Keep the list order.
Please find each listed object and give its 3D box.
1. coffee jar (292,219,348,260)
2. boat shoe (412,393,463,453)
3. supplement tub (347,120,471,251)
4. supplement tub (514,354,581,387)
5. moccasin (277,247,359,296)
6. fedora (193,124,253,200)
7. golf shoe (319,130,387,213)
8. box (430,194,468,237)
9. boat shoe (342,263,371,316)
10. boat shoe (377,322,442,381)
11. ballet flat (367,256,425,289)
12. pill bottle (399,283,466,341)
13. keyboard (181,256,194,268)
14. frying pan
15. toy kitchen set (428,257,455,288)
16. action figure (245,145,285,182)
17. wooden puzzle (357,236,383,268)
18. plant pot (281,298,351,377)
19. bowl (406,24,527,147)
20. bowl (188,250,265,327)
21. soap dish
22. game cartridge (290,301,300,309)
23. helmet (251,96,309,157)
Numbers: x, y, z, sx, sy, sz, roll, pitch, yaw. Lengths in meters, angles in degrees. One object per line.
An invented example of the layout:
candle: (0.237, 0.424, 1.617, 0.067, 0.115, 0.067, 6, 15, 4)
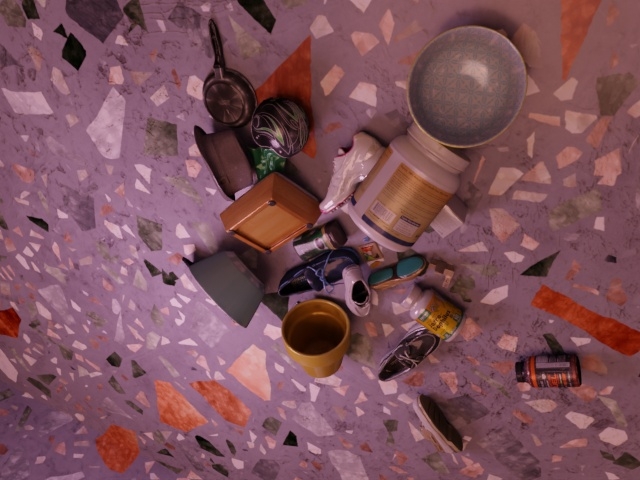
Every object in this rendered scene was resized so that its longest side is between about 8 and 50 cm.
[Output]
coffee jar: (0.000, 0.000, 1.895, 0.184, 0.079, 0.096, -21, 107, 34)
boat shoe: (0.438, 0.733, 2.160, 0.103, 0.113, 0.302, -28, 108, 29)
supplement tub: (0.247, -0.151, 1.547, 0.228, 0.228, 0.316, 36, 112, -1)
supplement tub: (0.753, 0.435, 1.828, 0.197, 0.106, 0.106, -10, 117, 29)
moccasin: (-0.008, 0.138, 1.965, 0.341, 0.117, 0.138, -29, 107, 34)
fedora: (-0.297, -0.264, 1.792, 0.124, 0.244, 0.276, -20, 121, 2)
golf shoe: (0.083, -0.209, 1.714, 0.140, 0.115, 0.306, 46, 120, 1)
box: (0.375, -0.085, 1.657, 0.102, 0.101, 0.087, 44, 127, -8)
boat shoe: (0.132, 0.197, 1.919, 0.095, 0.084, 0.258, -24, 134, 0)
boat shoe: (0.327, 0.418, 1.998, 0.121, 0.119, 0.335, 35, 129, -1)
ballet flat: (0.268, 0.114, 1.868, 0.232, 0.080, 0.073, -21, 139, 36)
pill bottle: (0.376, 0.239, 1.859, 0.208, 0.118, 0.118, 35, 128, 0)
keyboard: (-0.421, 0.200, 2.164, 0.317, 0.033, 0.202, 47, 170, 22)
frying pan: (-0.284, -0.495, 1.722, 0.197, 0.053, 0.326, 22, 131, 8)
toy kitchen set: (0.387, 0.116, 1.805, 0.083, 0.068, 0.075, 21, 127, 11)
action figure: (-0.167, -0.215, 1.840, 0.137, 0.064, 0.232, 11, 131, 16)
wooden puzzle: (0.172, 0.043, 1.888, 0.078, 0.014, 0.116, -26, 108, 34)
plant pot: (-0.008, 0.388, 2.064, 0.253, 0.254, 0.239, 12, 139, 17)
bowl: (0.366, -0.386, 1.410, 0.289, 0.156, 0.290, 2, 101, 9)
bowl: (-0.322, 0.155, 2.039, 0.163, 0.311, 0.311, -44, 100, -4)
soap dish: (-0.165, -0.081, 1.846, 0.228, 0.118, 0.290, 32, 133, -32)
game cartridge: (-0.073, 0.279, 2.152, 0.083, 0.017, 0.056, 39, 125, -3)
helmet: (-0.112, -0.343, 1.669, 0.161, 0.169, 0.170, 25, 130, 28)
